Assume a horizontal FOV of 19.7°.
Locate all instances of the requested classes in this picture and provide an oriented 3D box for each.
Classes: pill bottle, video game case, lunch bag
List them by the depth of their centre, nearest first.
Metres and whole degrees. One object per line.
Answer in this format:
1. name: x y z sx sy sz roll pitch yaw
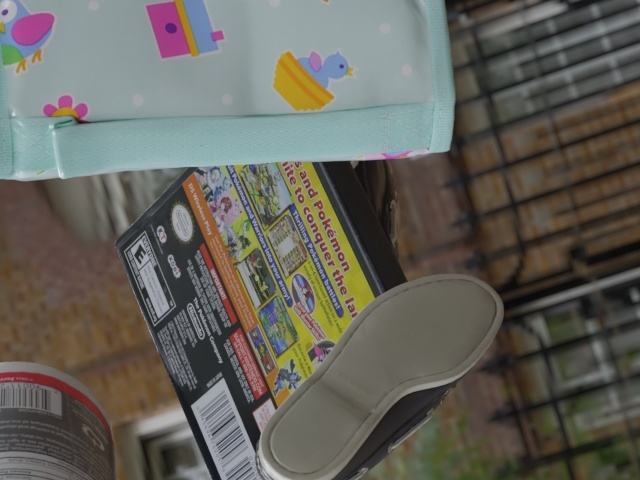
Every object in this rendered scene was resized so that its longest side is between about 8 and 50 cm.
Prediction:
1. lunch bag: -0.062 -0.123 0.898 0.160 0.223 0.262 98 165 -45
2. video game case: -0.037 0.053 1.420 0.035 0.248 0.274 -3 -119 -44
3. pill bottle: -0.248 0.248 1.493 0.318 0.176 0.176 -107 -7 -62

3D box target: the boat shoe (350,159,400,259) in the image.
1. boat shoe: 0.000 0.000 1.566 0.340 0.127 0.158 -86 -16 -57

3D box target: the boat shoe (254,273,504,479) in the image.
1. boat shoe: 0.036 0.095 1.166 0.075 0.206 0.065 39 148 19
